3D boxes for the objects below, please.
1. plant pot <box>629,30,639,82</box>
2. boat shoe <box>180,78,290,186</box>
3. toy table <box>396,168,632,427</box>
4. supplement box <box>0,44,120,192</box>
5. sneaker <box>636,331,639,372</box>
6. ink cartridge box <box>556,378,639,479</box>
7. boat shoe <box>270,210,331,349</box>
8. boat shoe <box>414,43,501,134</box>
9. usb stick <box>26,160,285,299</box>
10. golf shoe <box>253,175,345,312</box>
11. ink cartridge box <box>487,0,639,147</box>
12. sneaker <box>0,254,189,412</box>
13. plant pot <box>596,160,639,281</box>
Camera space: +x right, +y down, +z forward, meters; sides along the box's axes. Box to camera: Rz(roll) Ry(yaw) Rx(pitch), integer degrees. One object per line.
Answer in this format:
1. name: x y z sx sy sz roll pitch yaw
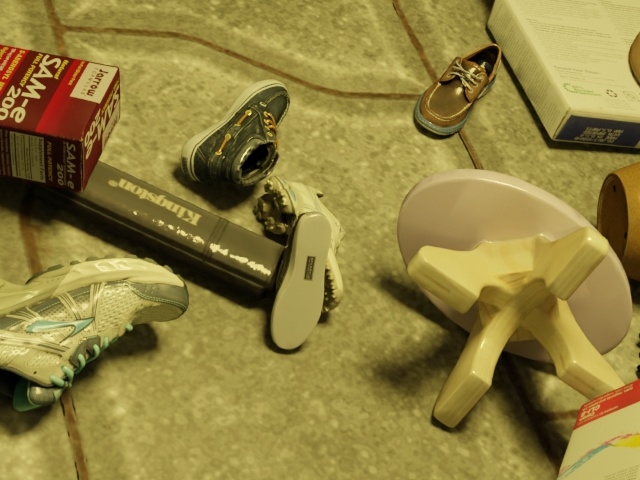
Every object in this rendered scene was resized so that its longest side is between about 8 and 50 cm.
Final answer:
1. plant pot: 0.543 -0.241 1.867 0.237 0.110 0.237 15 43 -15
2. boat shoe: -0.069 -0.115 1.553 0.083 0.065 0.183 15 42 31
3. toy table: 0.196 0.059 1.421 0.274 0.252 0.161 23 26 -3
4. supplement box: -0.335 -0.135 1.413 0.239 0.073 0.130 11 43 4
5. sneaker: 0.386 0.146 1.539 0.075 0.063 0.170 19 38 -8
6. ink cartridge box: 0.303 0.232 1.286 0.128 0.127 0.176 47 42 -14
7. boat shoe: -0.021 0.039 1.413 0.049 0.142 0.040 14 3 -19
8. boat shoe: 0.176 -0.199 1.772 0.066 0.066 0.183 32 42 7
9. usb stick: -0.165 -0.020 1.442 0.278 0.045 0.077 25 43 -1
10. golf shoe: 0.000 0.000 1.492 0.086 0.069 0.176 1 49 -34
11. ink cartridge box: 0.402 -0.256 1.939 0.324 0.071 0.330 3 45 -26
12. sneaker: -0.247 0.094 1.269 0.283 0.110 0.122 -9 70 -29
13. plant pot: 0.466 -0.024 1.647 0.254 0.237 0.237 1 47 -8
